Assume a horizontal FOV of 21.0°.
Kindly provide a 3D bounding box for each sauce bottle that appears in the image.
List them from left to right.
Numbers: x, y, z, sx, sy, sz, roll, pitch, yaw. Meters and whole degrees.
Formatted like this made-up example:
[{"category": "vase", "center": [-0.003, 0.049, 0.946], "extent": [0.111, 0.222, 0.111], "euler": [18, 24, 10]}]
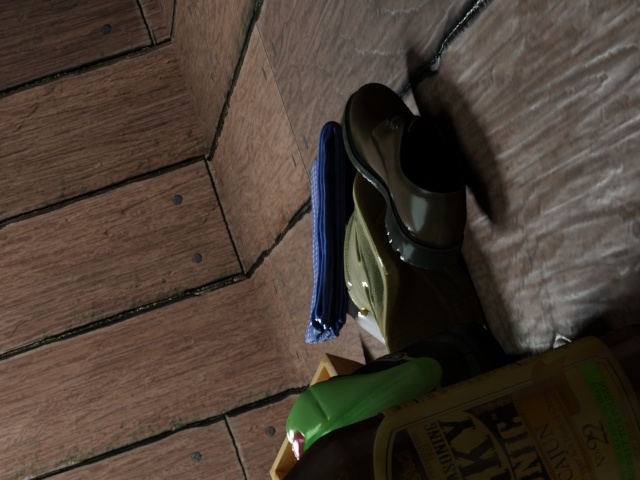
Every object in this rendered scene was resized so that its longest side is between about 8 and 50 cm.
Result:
[{"category": "sauce bottle", "center": [0.069, 0.158, 1.109], "extent": [0.111, 0.344, 0.111], "euler": [159, 90, -81]}]

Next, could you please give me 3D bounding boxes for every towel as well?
[{"category": "towel", "center": [0.000, 0.000, 2.058], "extent": [0.336, 0.040, 0.243], "euler": [121, 150, -83]}]

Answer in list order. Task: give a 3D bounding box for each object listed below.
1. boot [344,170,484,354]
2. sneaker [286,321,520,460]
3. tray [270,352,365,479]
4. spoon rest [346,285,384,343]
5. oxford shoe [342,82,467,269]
[{"category": "boot", "center": [0.085, 0.064, 1.688], "extent": [0.203, 0.095, 0.262], "euler": [107, 145, -76]}, {"category": "sneaker", "center": [0.144, 0.209, 1.364], "extent": [0.185, 0.202, 0.483], "euler": [57, -177, 30]}, {"category": "tray", "center": [0.050, 0.337, 2.275], "extent": [0.203, 0.076, 0.411], "euler": [-65, 25, 16]}, {"category": "spoon rest", "center": [0.075, 0.108, 2.001], "extent": [0.137, 0.084, 0.276], "euler": [107, 157, -75]}, {"category": "oxford shoe", "center": [0.082, -0.081, 1.513], "extent": [0.227, 0.082, 0.096], "euler": [-117, 31, -47]}]
